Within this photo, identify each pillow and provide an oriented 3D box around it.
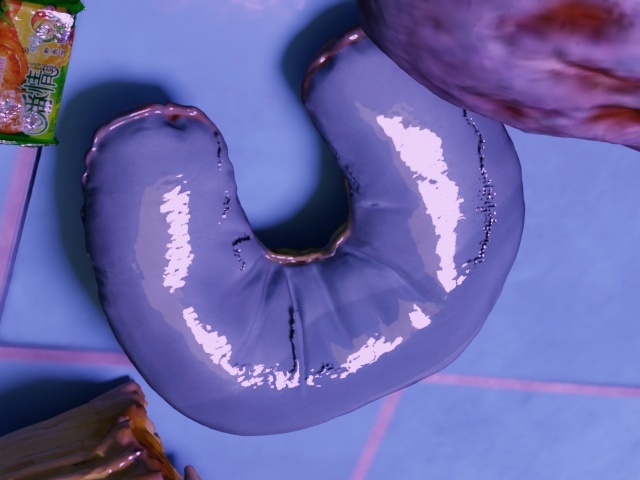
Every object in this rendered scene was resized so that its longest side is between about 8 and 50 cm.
[{"bbox_3d":[0.000,0.000,0.713,0.233,0.086,0.214,-22,122,-9],"label":"pillow"}]

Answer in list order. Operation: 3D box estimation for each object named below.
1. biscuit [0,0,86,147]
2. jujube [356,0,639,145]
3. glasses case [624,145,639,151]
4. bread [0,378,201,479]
[{"bbox_3d":[-0.139,-0.080,0.645,0.046,0.016,0.089,5,120,-24],"label":"biscuit"},{"bbox_3d":[0.156,-0.161,0.582,0.308,0.215,0.246,-22,126,-5],"label":"jujube"},{"bbox_3d":[0.209,-0.077,0.768,0.191,0.042,0.072,16,108,-29],"label":"glasses case"},{"bbox_3d":[-0.098,0.208,0.753,0.133,0.179,0.250,-16,118,-1],"label":"bread"}]
